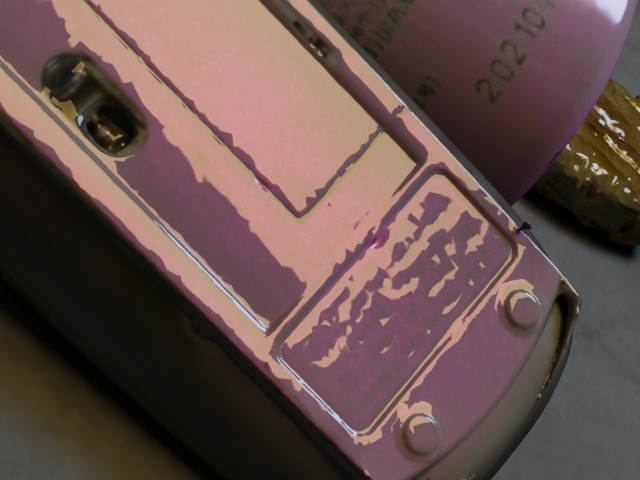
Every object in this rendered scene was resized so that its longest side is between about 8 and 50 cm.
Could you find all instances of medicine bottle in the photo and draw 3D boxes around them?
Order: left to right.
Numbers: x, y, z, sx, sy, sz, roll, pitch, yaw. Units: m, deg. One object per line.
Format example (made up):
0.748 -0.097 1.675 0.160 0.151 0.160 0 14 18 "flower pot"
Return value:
-0.021 -0.139 0.682 0.291 0.178 0.178 30 30 -17 "medicine bottle"

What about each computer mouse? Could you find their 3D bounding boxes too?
-0.041 -0.032 0.545 0.310 0.072 0.158 46 65 -7 "computer mouse"

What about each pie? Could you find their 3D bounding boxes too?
0.157 -0.070 0.946 0.195 0.046 0.195 29 30 -19 "pie"
